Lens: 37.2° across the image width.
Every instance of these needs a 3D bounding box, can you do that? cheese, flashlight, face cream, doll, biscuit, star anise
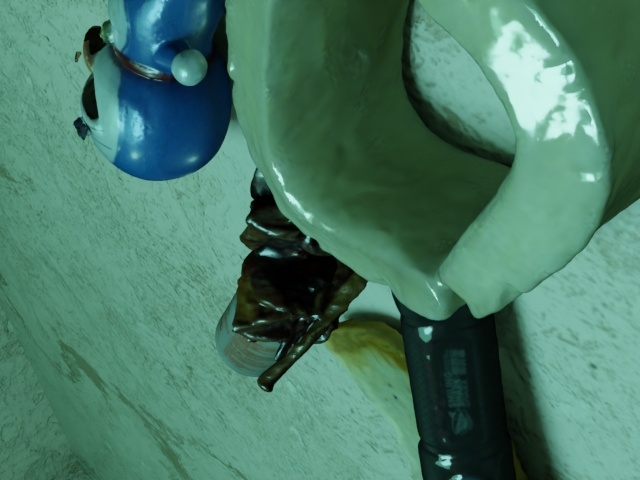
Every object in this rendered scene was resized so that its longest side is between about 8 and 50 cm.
[{"bbox_3d":[0.080,-0.098,0.624,0.292,0.153,0.332,45,151,19],"label":"cheese"},{"bbox_3d":[0.130,0.168,0.857,0.103,0.103,0.424,19,127,49],"label":"flashlight"},{"bbox_3d":[-0.051,0.078,1.091,0.101,0.101,0.252,51,153,8],"label":"face cream"},{"bbox_3d":[-0.160,-0.175,0.922,0.215,0.161,0.257,-112,24,-45],"label":"doll"},{"bbox_3d":[0.130,0.207,1.010,0.309,0.040,0.204,57,152,-7],"label":"biscuit"},{"bbox_3d":[0.000,0.000,0.846,0.125,0.190,0.220,5,111,12],"label":"star anise"}]
